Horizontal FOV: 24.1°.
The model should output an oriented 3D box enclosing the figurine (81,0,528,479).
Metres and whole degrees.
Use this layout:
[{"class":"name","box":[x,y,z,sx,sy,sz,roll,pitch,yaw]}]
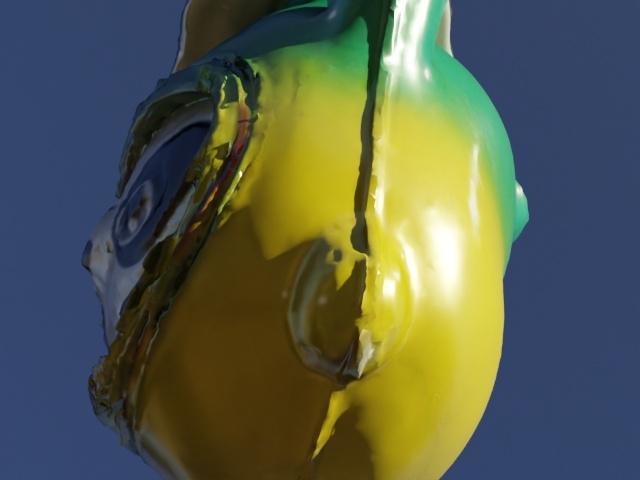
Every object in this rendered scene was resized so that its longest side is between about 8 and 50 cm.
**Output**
[{"class":"figurine","box":[0.000,0.000,0.768,0.231,0.340,0.324,12,-52,-8]}]
